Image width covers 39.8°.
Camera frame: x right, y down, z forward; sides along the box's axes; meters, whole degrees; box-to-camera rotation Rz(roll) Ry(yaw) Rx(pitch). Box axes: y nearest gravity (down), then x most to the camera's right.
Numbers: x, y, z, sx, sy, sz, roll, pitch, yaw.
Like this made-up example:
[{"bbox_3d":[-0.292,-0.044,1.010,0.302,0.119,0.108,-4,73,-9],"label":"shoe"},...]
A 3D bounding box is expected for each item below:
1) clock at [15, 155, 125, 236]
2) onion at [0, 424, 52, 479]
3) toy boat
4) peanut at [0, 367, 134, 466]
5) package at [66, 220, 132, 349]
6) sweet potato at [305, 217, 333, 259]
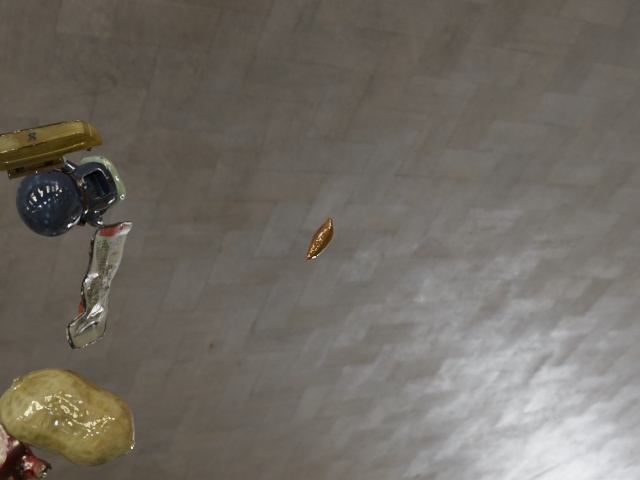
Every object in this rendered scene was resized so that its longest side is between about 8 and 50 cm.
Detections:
[{"bbox_3d":[-0.587,-0.107,2.050,0.146,0.200,0.243,-9,-165,45],"label":"clock"},{"bbox_3d":[-0.591,0.418,1.655,0.198,0.173,0.135,14,160,5],"label":"onion"},{"bbox_3d":[-0.527,-0.170,1.677,0.225,0.068,0.088,-15,142,-11],"label":"toy boat"},{"bbox_3d":[-0.380,0.265,1.341,0.224,0.129,0.129,17,137,8],"label":"peanut"},{"bbox_3d":[-0.396,0.079,1.577,0.040,0.166,0.232,15,99,7],"label":"package"},{"bbox_3d":[0.000,0.000,1.690,0.095,0.034,0.034,-58,140,-9],"label":"sweet potato"}]
